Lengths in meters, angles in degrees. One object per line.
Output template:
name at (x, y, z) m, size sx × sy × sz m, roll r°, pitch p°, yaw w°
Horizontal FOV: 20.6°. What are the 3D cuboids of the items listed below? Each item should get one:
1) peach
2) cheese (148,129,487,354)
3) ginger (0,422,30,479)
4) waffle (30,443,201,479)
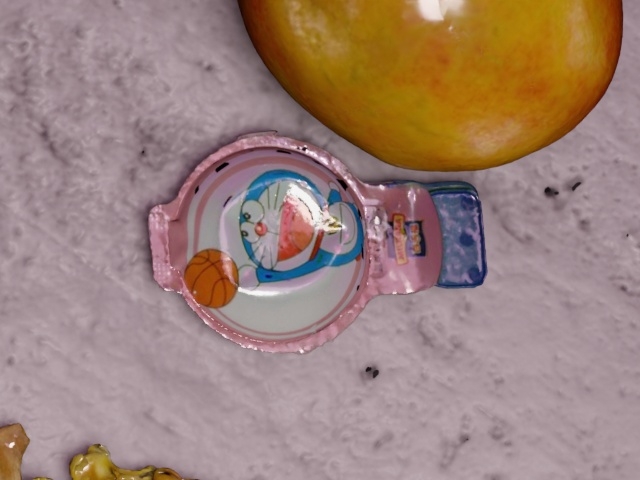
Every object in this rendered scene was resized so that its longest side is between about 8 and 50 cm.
peach at (0.097, -0.203, 1.419) m, size 0.332 × 0.308 × 0.307 m, roll 33°, pitch 73°, yaw -21°
cheese at (0.000, 0.000, 1.457) m, size 0.286 × 0.074 × 0.188 m, roll -1°, pitch 81°, yaw -14°
ginger at (-0.335, 0.111, 1.364) m, size 0.118 × 0.065 × 0.299 m, roll -41°, pitch 93°, yaw -11°
waffle at (-0.119, 0.304, 1.311) m, size 0.325 × 0.068 × 0.302 m, roll 26°, pitch 46°, yaw -4°
